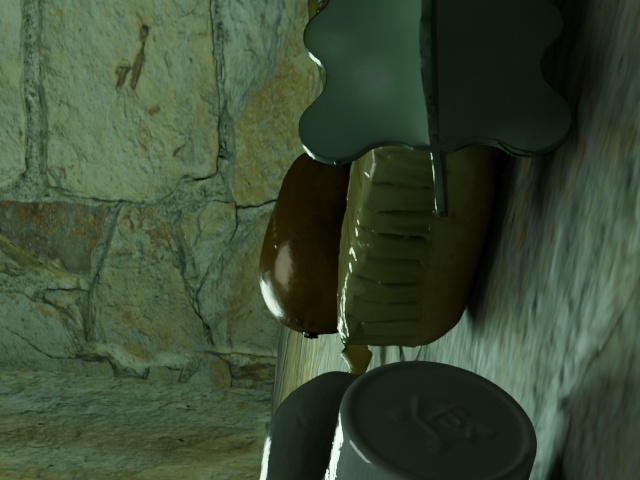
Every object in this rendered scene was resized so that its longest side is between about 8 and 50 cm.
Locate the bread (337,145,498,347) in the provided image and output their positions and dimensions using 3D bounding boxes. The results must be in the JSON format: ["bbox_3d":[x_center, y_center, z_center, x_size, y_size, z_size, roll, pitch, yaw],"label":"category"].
[{"bbox_3d":[0.074,-0.024,0.882,0.140,0.106,0.236,-92,9,-51],"label":"bread"}]

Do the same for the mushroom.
[{"bbox_3d":[-0.012,0.253,1.162,0.159,0.122,0.329,69,-158,-10],"label":"mushroom"}]

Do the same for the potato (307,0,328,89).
[{"bbox_3d":[0.050,-0.261,1.260,0.176,0.141,0.298,17,-103,-76],"label":"potato"}]

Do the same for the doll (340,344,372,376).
[{"bbox_3d":[0.003,0.285,1.466,0.365,0.094,0.160,101,171,-45],"label":"doll"}]

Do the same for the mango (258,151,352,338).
[{"bbox_3d":[0.000,0.000,1.290,0.166,0.136,0.236,-36,40,51],"label":"mango"}]

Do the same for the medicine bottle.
[{"bbox_3d":[0.053,0.201,0.699,0.139,0.139,0.237,-92,11,-59],"label":"medicine bottle"}]

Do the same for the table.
[{"bbox_3d":[0.070,-0.131,0.714,0.166,0.166,0.198,103,171,-58],"label":"table"}]
